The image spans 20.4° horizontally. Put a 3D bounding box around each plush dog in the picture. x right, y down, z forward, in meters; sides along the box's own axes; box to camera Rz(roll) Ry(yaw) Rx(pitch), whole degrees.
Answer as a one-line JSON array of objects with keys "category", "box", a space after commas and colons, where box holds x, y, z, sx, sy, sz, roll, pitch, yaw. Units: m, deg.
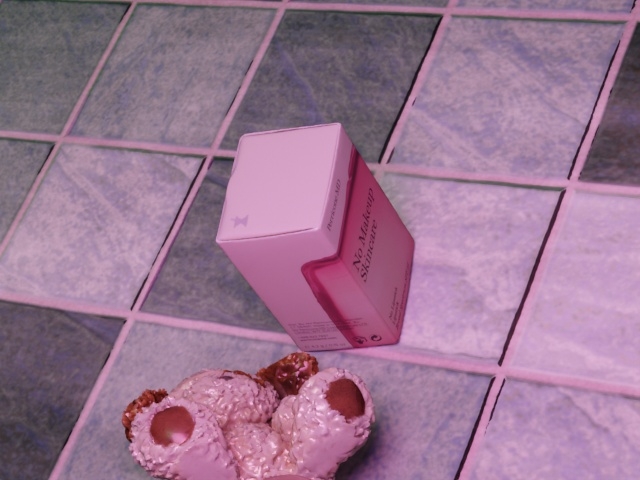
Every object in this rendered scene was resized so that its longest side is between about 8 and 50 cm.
[{"category": "plush dog", "box": [-0.088, 0.218, 1.921, 0.262, 0.210, 0.225, -9, 30, -15]}]

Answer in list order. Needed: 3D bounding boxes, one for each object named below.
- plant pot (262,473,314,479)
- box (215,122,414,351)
[{"category": "plant pot", "box": [0.006, 0.339, 1.682, 0.263, 0.229, 0.263, -26, 37, 21]}, {"category": "box", "box": [0.000, 0.000, 1.974, 0.127, 0.232, 0.148, -6, 54, 24]}]
